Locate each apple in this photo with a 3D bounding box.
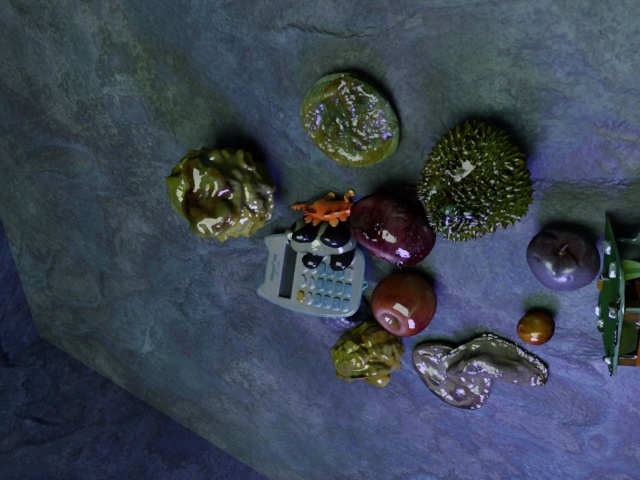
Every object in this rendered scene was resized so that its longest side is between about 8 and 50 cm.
[{"bbox_3d":[0.255,0.188,1.731,0.201,0.162,0.201,29,147,21],"label":"apple"}]

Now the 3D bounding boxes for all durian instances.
[{"bbox_3d":[0.366,-0.127,1.339,0.291,0.224,0.291,0,90,37],"label":"durian"}]

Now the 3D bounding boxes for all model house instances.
[{"bbox_3d":[0.801,0.114,1.289,0.312,0.242,0.358,-4,124,17],"label":"model house"}]

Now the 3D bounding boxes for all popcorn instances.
[{"bbox_3d":[0.160,0.380,1.925,0.252,0.215,0.286,14,154,-31],"label":"popcorn"},{"bbox_3d":[-0.286,-0.149,1.721,0.312,0.312,0.312,19,135,20],"label":"popcorn"}]

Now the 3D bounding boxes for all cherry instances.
[{"bbox_3d":[0.592,0.049,1.390,0.176,0.140,0.176,24,160,9],"label":"cherry"}]

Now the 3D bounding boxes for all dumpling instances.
[{"bbox_3d":[0.517,0.376,1.738,0.332,0.086,0.166,-1,116,20],"label":"dumpling"}]

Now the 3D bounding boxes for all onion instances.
[{"bbox_3d":[0.204,-0.045,1.537,0.252,0.219,0.252,26,171,5],"label":"onion"}]

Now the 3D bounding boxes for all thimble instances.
[{"bbox_3d":[0.074,0.227,1.891,0.150,0.150,0.098,46,134,-9],"label":"thimble"}]

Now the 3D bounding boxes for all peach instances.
[{"bbox_3d":[0.599,0.246,1.583,0.100,0.101,0.101,19,135,20],"label":"peach"}]

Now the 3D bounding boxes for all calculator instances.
[{"bbox_3d":[-0.021,0.109,1.829,0.386,0.054,0.256,9,91,29],"label":"calculator"}]

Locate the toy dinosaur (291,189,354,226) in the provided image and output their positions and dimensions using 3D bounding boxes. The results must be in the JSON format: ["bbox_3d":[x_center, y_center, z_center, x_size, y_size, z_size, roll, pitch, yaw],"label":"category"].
[{"bbox_3d":[0.011,-0.088,1.679,0.288,0.117,0.070,-1,126,31],"label":"toy dinosaur"}]

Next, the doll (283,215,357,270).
[{"bbox_3d":[0.002,0.001,1.732,0.234,0.135,0.143,2,129,23],"label":"doll"}]

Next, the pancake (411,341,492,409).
[{"bbox_3d":[0.442,0.448,1.907,0.294,0.049,0.294,19,132,23],"label":"pancake"}]

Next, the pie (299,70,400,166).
[{"bbox_3d":[0.073,-0.303,1.477,0.277,0.078,0.277,21,136,21],"label":"pie"}]
